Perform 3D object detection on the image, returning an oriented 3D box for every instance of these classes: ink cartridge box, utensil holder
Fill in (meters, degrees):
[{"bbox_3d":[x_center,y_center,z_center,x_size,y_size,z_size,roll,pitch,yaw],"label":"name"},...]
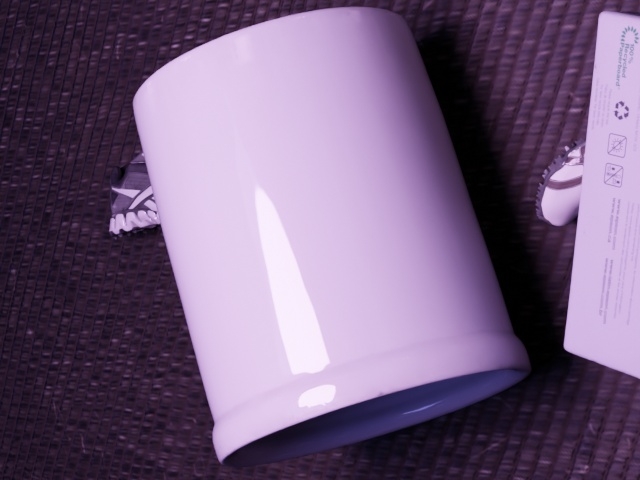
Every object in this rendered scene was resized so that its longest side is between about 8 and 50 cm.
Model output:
[{"bbox_3d":[0.364,-0.016,1.631,0.330,0.071,0.324,20,111,45],"label":"ink cartridge box"},{"bbox_3d":[0.000,0.000,1.913,0.328,0.328,0.385,-29,73,43],"label":"utensil holder"}]

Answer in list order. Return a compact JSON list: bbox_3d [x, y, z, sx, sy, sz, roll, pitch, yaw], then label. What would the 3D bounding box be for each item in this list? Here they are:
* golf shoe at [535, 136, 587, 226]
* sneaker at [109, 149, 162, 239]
[{"bbox_3d":[0.283,-0.065,1.798,0.094,0.077,0.198,57,130,24],"label":"golf shoe"},{"bbox_3d":[-0.181,-0.069,2.252,0.234,0.078,0.106,-11,89,47],"label":"sneaker"}]
